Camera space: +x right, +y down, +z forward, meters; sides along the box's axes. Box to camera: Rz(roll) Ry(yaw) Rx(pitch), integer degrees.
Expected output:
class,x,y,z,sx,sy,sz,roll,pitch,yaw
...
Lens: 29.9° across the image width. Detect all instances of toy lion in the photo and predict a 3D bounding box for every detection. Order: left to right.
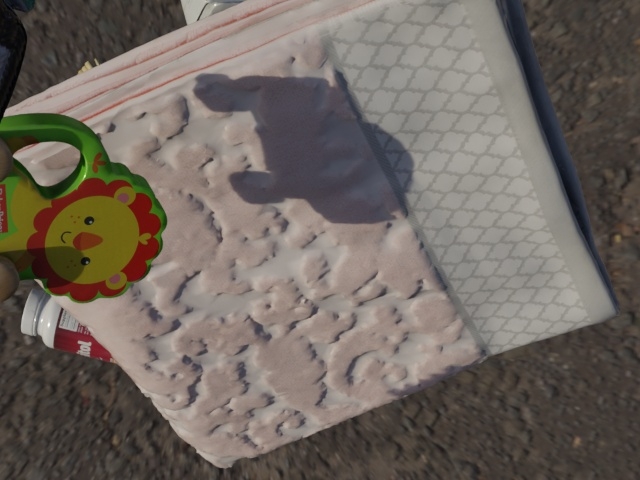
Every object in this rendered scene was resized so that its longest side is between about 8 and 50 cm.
class,x,y,z,sx,sy,sz,roll,pitch,yaw
toy lion,-0.120,-0.014,0.563,0.096,0.034,0.100,-9,124,-21

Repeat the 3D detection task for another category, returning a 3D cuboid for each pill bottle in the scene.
class,x,y,z,sx,sy,sz,roll,pitch,yaw
pill bottle,-0.329,0.115,1.654,0.152,0.086,0.086,14,87,-2

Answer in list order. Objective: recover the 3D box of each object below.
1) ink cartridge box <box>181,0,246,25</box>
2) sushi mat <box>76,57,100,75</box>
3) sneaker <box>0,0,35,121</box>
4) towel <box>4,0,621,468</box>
class,x,y,z,sx,sy,sz,roll,pitch,yaw
ink cartridge box,-0.075,-0.257,1.059,0.109,0.063,0.151,-7,70,-26
sushi mat,-0.136,0.016,0.989,0.019,0.151,0.317,-22,73,-37
sneaker,-0.128,-0.137,0.386,0.098,0.083,0.224,18,82,19
towel,0.000,0.000,0.721,0.316,0.053,0.332,-22,135,9
